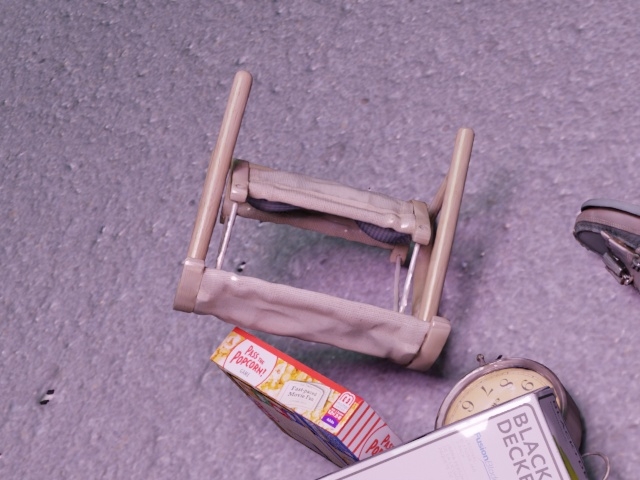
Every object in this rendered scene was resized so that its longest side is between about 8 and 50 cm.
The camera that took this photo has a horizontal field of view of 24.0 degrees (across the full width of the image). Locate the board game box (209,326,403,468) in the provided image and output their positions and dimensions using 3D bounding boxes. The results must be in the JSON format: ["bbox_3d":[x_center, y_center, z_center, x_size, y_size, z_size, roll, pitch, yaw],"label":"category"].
[{"bbox_3d":[-0.001,0.169,1.449,0.193,0.147,0.045,25,71,45],"label":"board game box"}]

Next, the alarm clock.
[{"bbox_3d":[0.186,0.181,1.367,0.192,0.064,0.129,24,70,48],"label":"alarm clock"}]

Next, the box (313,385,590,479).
[{"bbox_3d":[0.092,0.254,1.295,0.289,0.087,0.169,-23,81,16],"label":"box"}]

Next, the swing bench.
[{"bbox_3d":[0.000,0.000,1.499,0.253,0.165,0.255,15,56,-5],"label":"swing bench"}]

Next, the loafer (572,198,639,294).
[{"bbox_3d":[0.329,0.035,1.375,0.267,0.096,0.084,24,76,43],"label":"loafer"}]
